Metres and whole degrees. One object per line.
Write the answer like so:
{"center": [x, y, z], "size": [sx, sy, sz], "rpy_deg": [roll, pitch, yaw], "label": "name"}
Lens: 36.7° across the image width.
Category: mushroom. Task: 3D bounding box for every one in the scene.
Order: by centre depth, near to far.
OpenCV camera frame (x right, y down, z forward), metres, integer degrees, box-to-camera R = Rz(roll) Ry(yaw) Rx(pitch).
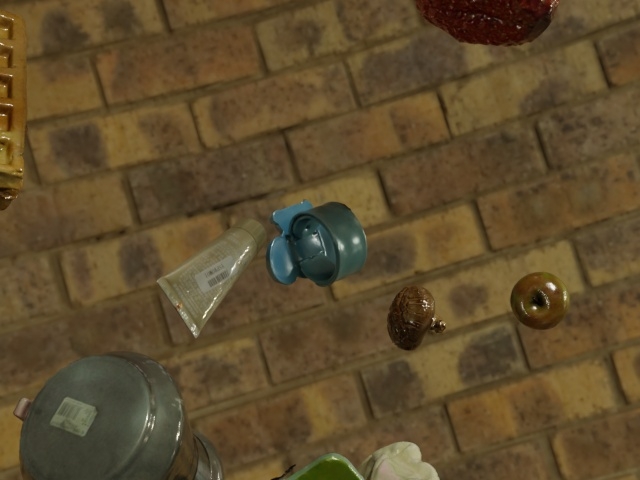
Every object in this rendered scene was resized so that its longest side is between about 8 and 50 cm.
{"center": [0.163, 0.139, 1.730], "size": [0.085, 0.109, 0.126], "rpy_deg": [-8, -52, -43], "label": "mushroom"}

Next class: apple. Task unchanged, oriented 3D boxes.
{"center": [0.334, 0.093, 1.467], "size": [0.089, 0.090, 0.074], "rpy_deg": [-19, -22, 16], "label": "apple"}

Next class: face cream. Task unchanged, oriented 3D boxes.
{"center": [-0.216, 0.059, 2.005], "size": [0.084, 0.137, 0.341], "rpy_deg": [-23, 16, 32], "label": "face cream"}

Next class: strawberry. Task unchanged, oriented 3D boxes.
{"center": [0.284, -0.442, 1.651], "size": [0.250, 0.288, 0.238], "rpy_deg": [-14, -38, -44], "label": "strawberry"}

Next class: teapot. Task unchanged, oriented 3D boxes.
{"center": [-0.371, 0.384, 1.751], "size": [0.376, 0.306, 0.362], "rpy_deg": [13, -28, 27], "label": "teapot"}

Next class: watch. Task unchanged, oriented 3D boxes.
{"center": [0.000, 0.000, 2.088], "size": [0.211, 0.211, 0.193], "rpy_deg": [-13, 0, -39], "label": "watch"}

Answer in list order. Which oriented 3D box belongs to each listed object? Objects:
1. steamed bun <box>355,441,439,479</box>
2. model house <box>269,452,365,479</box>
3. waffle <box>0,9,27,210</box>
{"center": [0.118, 0.566, 1.939], "size": [0.207, 0.268, 0.280], "rpy_deg": [6, 25, -25], "label": "steamed bun"}
{"center": [-0.037, 0.428, 0.916], "size": [0.357, 0.242, 0.313], "rpy_deg": [-34, 16, 9], "label": "model house"}
{"center": [-0.513, -0.198, 1.314], "size": [0.224, 0.328, 0.098], "rpy_deg": [10, -43, -27], "label": "waffle"}
